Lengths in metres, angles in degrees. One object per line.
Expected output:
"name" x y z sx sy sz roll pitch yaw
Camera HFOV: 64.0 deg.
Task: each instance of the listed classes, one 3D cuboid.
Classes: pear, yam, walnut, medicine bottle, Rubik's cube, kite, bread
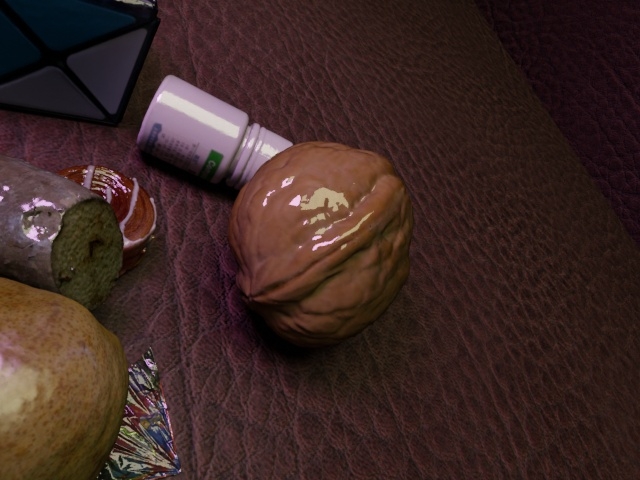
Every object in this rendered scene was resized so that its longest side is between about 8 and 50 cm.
"pear" -0.299 0.152 0.462 0.229 0.188 0.211 17 45 -13
"yam" -0.354 -0.021 0.555 0.255 0.154 0.154 18 43 3
"walnut" 0.002 0.000 0.767 0.252 0.277 0.313 16 39 30
"medicine bottle" -0.175 -0.167 0.873 0.237 0.139 0.139 24 44 -19
"Rubik's cube" -0.409 -0.356 0.781 0.247 0.248 0.250 2 55 -34
"kite" -0.241 0.221 0.583 0.189 0.009 0.232 35 42 -6
"bread" -0.306 -0.027 0.701 0.161 0.073 0.160 21 45 -22
